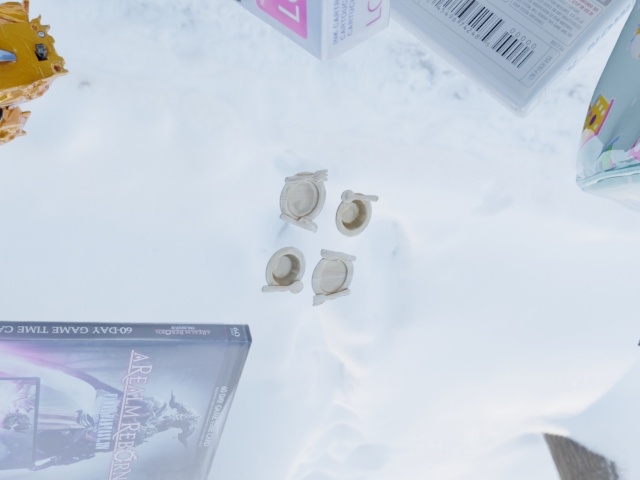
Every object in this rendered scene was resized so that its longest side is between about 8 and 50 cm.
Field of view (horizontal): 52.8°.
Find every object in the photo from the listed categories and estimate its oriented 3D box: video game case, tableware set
[{"bbox_3d":[-0.207,0.137,0.501,0.274,0.026,0.196,4,127,-22],"label":"video game case"},{"bbox_3d":[0.000,0.000,0.765,0.141,0.020,0.168,7,103,-38],"label":"tableware set"},{"bbox_3d":[0.157,-0.318,0.570,0.300,0.329,0.036,-47,161,4],"label":"video game case"}]

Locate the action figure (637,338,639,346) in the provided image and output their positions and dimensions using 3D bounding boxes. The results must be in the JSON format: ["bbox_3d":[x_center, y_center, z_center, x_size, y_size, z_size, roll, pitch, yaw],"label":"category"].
[{"bbox_3d":[0.437,0.167,0.594,0.099,0.285,0.185,-36,175,-41],"label":"action figure"}]

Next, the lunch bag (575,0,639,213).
[{"bbox_3d":[0.232,-0.123,0.290,0.108,0.224,0.279,24,95,3],"label":"lunch bag"}]

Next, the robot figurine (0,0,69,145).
[{"bbox_3d":[-0.336,-0.084,0.432,0.291,0.085,0.211,-24,-178,-39],"label":"robot figurine"}]

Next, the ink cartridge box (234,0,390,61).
[{"bbox_3d":[-0.082,-0.250,0.345,0.065,0.311,0.185,-34,151,-24],"label":"ink cartridge box"}]
